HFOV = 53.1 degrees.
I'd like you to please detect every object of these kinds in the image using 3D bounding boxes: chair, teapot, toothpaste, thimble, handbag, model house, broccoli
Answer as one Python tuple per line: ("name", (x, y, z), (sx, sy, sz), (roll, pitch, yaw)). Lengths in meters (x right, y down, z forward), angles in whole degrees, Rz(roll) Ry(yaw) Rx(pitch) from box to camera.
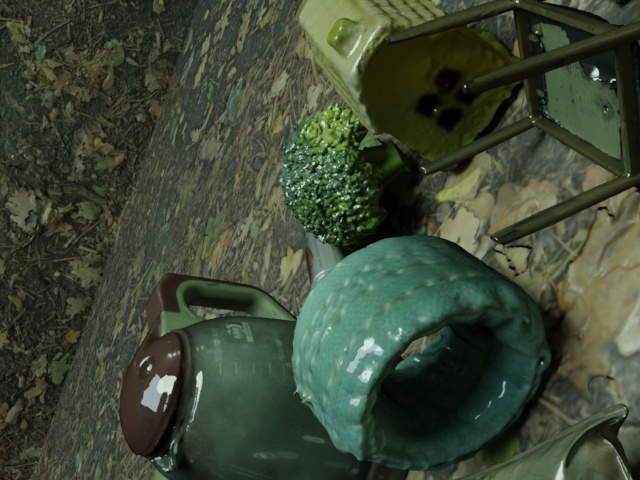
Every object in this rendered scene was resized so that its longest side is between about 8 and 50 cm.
("chair", (0.230, -0.141, 0.583), (0.272, 0.166, 0.188), (-24, 34, -3))
("teapot", (-0.084, 0.170, 0.780), (0.233, 0.312, 0.315), (-53, 33, 28))
("toothpaste", (0.000, 0.000, 1.001), (0.323, 0.066, 0.100), (-106, 28, -53))
("thimble", (0.088, 0.108, 0.606), (0.143, 0.235, 0.198), (-134, 25, -59))
("handbag", (0.160, 0.255, 0.504), (0.270, 0.117, 0.182), (-45, 46, 42))
("model house", (0.093, -0.225, 0.761), (0.175, 0.234, 0.193), (-48, 41, 20))
("broccoli", (0.033, -0.082, 0.883), (0.176, 0.226, 0.198), (-22, 77, 33))
